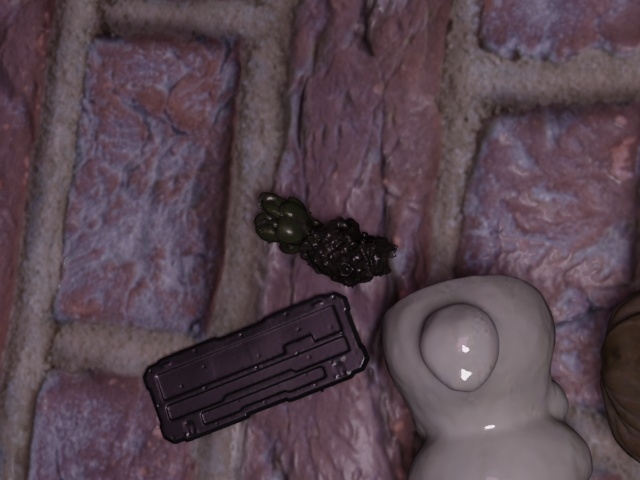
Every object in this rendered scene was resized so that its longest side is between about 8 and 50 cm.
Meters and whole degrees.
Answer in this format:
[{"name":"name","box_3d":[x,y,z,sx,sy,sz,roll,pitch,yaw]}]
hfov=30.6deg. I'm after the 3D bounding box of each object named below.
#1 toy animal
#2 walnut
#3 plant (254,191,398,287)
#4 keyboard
[{"name":"toy animal","box_3d":[0.172,0.223,1.174,0.196,0.241,0.367,-13,79,12]},{"name":"walnut","box_3d":[0.389,0.137,1.164,0.224,0.224,0.224,-2,82,12]},{"name":"plant","box_3d":[0.000,0.000,1.333,0.174,0.087,0.085,25,58,10]},{"name":"keyboard","box_3d":[-0.076,0.150,1.355,0.262,0.016,0.106,-23,78,9]}]
